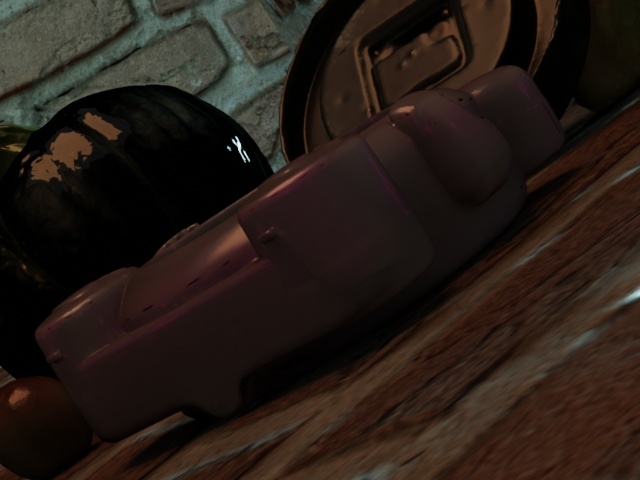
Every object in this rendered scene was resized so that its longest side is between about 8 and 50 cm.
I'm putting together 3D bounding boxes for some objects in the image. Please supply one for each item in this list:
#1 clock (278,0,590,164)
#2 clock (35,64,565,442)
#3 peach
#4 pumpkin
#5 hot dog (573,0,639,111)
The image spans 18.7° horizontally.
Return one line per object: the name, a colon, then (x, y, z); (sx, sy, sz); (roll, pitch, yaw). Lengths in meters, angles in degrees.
clock: (0.089, -0.139, 1.555); (0.280, 0.055, 0.281); (-24, 49, 31)
clock: (0.000, 0.000, 1.282); (0.295, 0.113, 0.322); (-29, 4, 41)
peach: (-0.215, 0.141, 1.480); (0.083, 0.083, 0.083); (-32, 4, 3)
pumpkin: (-0.189, -0.015, 1.672); (0.296, 0.296, 0.296); (-32, 4, 3)
hot dog: (0.246, -0.168, 1.624); (0.073, 0.084, 0.242); (-34, 3, 36)
